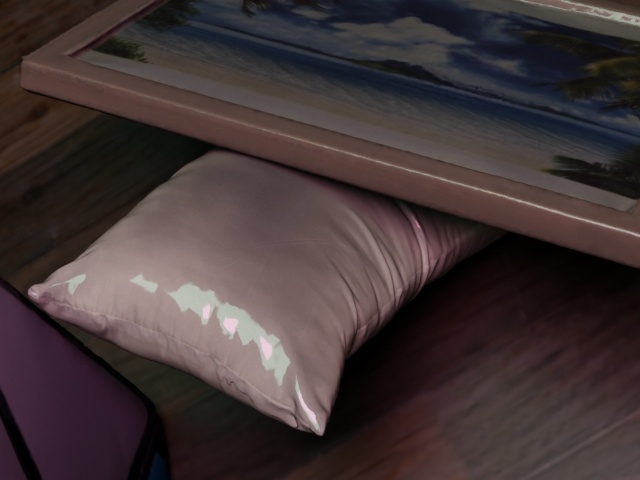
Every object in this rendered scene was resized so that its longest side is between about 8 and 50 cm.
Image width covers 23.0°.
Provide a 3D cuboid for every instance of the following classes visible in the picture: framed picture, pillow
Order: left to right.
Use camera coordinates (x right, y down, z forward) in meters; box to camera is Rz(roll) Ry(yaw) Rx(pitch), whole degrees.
[{"bbox_3d":[0.000,0.001,0.739,0.144,0.078,0.254,30,36,18],"label":"pillow"},{"bbox_3d":[0.047,-0.087,0.780,0.315,0.024,0.232,16,34,21],"label":"framed picture"}]

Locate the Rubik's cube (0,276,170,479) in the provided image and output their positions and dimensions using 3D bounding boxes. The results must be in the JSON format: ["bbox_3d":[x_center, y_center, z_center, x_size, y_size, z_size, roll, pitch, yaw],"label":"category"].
[{"bbox_3d":[-0.230,0.187,0.663,0.305,0.307,0.310,-19,63,10],"label":"Rubik's cube"}]
